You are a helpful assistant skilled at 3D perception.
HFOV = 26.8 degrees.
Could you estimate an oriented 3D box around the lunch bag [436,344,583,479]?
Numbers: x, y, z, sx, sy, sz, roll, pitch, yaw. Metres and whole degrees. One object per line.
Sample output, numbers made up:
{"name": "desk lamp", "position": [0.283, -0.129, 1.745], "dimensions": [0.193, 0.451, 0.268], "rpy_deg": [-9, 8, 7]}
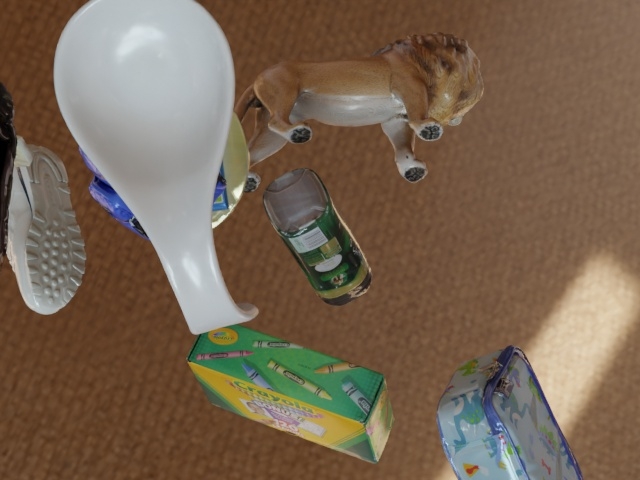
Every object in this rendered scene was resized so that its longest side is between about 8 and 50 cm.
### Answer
{"name": "lunch bag", "position": [0.217, 0.237, 1.503], "dimensions": [0.219, 0.090, 0.176], "rpy_deg": [65, 26, -9]}

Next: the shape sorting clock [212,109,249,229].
{"name": "shape sorting clock", "position": [-0.183, -0.102, 1.647], "dimensions": [0.206, 0.206, 0.040], "rpy_deg": [48, 21, 4]}

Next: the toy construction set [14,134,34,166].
{"name": "toy construction set", "position": [-0.362, -0.023, 1.213], "dimensions": [0.215, 0.151, 0.328], "rpy_deg": [35, 47, -28]}

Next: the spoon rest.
{"name": "spoon rest", "position": [-0.112, -0.057, 1.020], "dimensions": [0.137, 0.084, 0.276], "rpy_deg": [-16, 100, 5]}

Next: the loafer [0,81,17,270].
{"name": "loafer", "position": [-0.271, -0.067, 1.024], "dimensions": [0.109, 0.095, 0.303], "rpy_deg": [18, 45, -33]}

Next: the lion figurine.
{"name": "lion figurine", "position": [0.032, -0.187, 1.762], "dimensions": [0.392, 0.142, 0.240], "rpy_deg": [2, 45, -9]}

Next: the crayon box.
{"name": "crayon box", "position": [-0.039, 0.215, 1.934], "dimensions": [0.278, 0.165, 0.081], "rpy_deg": [18, 65, 18]}

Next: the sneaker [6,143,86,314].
{"name": "sneaker", "position": [-0.362, -0.004, 1.694], "dimensions": [0.090, 0.094, 0.235], "rpy_deg": [25, 44, -44]}

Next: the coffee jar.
{"name": "coffee jar", "position": [0.000, 0.000, 1.637], "dimensions": [0.079, 0.184, 0.096], "rpy_deg": [-28, 52, 2]}

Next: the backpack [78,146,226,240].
{"name": "backpack", "position": [-0.162, -0.065, 1.231], "dimensions": [0.101, 0.098, 0.120], "rpy_deg": [-54, 128, -11]}
